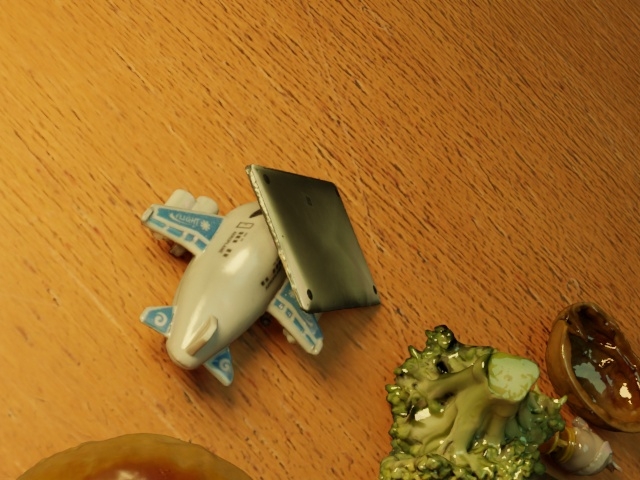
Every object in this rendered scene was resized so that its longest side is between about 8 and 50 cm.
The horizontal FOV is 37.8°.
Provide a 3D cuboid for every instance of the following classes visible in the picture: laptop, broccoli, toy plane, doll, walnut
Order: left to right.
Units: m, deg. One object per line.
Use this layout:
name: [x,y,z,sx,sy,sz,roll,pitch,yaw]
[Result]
toy plane: [-0.105,0.049,1.115,0.267,0.123,0.266,19,54,-28]
laptop: [0.000,0.000,1.180,0.269,0.015,0.187,4,63,-67]
broccoli: [0.180,0.203,1.146,0.263,0.243,0.246,-14,63,-19]
doll: [0.371,0.291,1.327,0.127,0.073,0.084,24,54,-17]
walnut: [0.394,0.198,1.374,0.211,0.087,0.167,54,46,-2]

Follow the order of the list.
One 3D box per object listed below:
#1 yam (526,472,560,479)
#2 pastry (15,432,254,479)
yam: [0.316,0.350,1.280,0.241,0.057,0.056,27,57,-21]
pastry: [-0.174,0.372,0.831,0.410,0.245,0.409,8,64,-18]
